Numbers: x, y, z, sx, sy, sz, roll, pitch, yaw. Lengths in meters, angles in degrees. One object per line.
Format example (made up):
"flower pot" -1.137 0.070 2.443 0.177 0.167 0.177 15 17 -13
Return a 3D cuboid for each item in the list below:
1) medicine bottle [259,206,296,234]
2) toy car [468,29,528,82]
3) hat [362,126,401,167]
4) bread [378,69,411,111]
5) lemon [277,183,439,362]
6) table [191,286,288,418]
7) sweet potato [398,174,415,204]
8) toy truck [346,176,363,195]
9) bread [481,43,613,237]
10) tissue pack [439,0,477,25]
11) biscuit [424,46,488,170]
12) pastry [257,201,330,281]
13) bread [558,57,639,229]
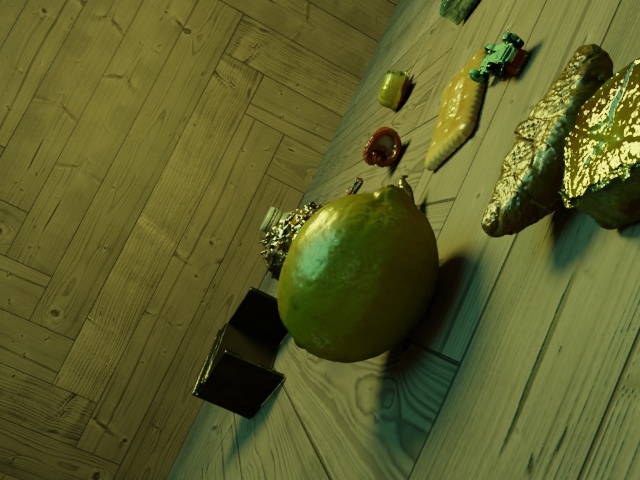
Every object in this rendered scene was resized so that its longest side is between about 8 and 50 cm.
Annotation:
"medicine bottle" -0.090 -0.027 1.892 0.135 0.215 0.135 -61 10 18
"toy car" 0.314 -0.317 0.991 0.073 0.054 0.143 -61 6 7
"hat" 0.165 -0.246 1.505 0.112 0.093 0.162 -50 6 9
"bread" 0.233 -0.476 1.773 0.156 0.086 0.125 -75 4 -64
"lemon" 0.056 0.056 0.846 0.263 0.236 0.236 -41 21 33
"table" -0.212 0.331 1.649 0.282 0.196 0.250 -54 12 43
"sweet potato" 0.157 -0.044 1.066 0.068 0.060 0.206 106 175 -54
"toy truck" 0.108 -0.167 1.784 0.083 0.024 0.032 -51 45 42
"bread" 0.260 -0.099 0.623 0.233 0.076 0.105 -61 13 5
"tissue pack" 0.413 -0.712 1.441 0.257 0.081 0.185 -54 14 51
"biscuit" 0.275 -0.267 1.129 0.160 0.030 0.250 -48 18 57
"pastry" 0.000 0.000 1.233 0.275 0.275 0.193 130 138 -54
"bread" 0.280 -0.088 0.508 0.128 0.069 0.140 129 161 -56
